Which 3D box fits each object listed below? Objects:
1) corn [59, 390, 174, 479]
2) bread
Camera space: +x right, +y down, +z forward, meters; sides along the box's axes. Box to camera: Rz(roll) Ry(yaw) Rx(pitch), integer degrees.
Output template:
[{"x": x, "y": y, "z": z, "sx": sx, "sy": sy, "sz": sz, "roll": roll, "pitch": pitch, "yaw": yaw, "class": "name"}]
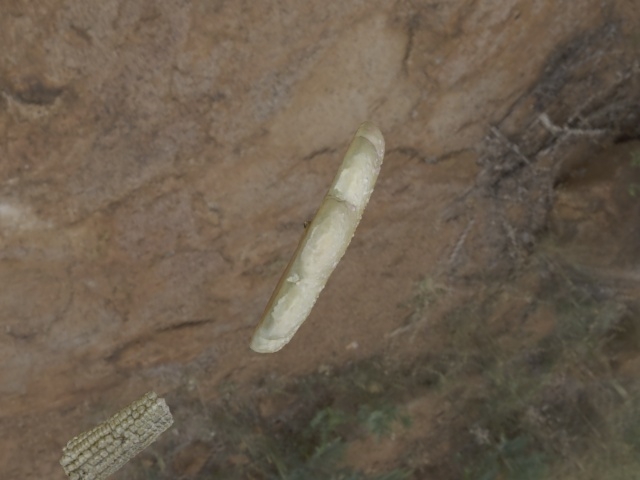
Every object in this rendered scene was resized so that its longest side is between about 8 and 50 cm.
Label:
[{"x": -0.324, "y": 0.317, "z": 1.433, "sx": 0.211, "sy": 0.087, "sz": 0.087, "roll": -35, "pitch": 142, "yaw": 3, "class": "corn"}, {"x": 0.000, "y": 0.000, "z": 1.061, "sx": 0.054, "sy": 0.316, "sz": 0.316, "roll": 28, "pitch": 120, "yaw": -2, "class": "bread"}]
